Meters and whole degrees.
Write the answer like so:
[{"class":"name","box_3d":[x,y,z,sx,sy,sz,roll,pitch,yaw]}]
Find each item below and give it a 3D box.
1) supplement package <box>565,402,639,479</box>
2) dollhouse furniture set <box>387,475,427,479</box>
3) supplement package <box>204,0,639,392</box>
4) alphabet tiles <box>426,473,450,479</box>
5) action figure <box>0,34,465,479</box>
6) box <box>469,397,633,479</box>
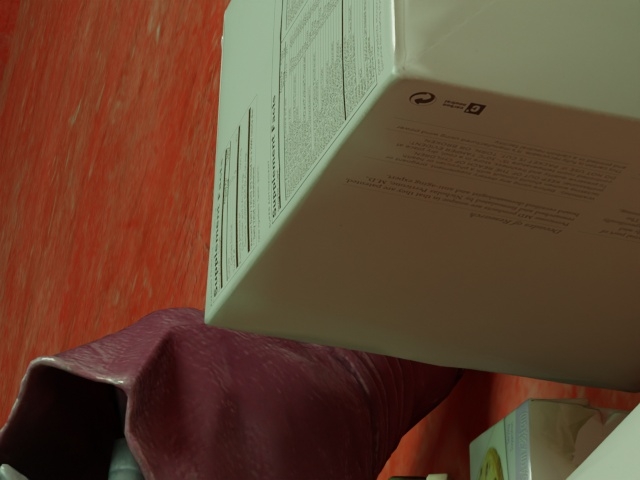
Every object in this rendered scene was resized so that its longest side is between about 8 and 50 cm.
[{"class":"supplement package","box_3d":[0.105,0.141,0.473,0.244,0.139,0.134,-47,25,9]},{"class":"dollhouse furniture set","box_3d":[0.029,0.180,0.982,0.081,0.091,0.114,46,123,50]},{"class":"supplement package","box_3d":[0.079,-0.057,0.726,0.203,0.194,0.149,130,146,-58]},{"class":"alphabet tiles","box_3d":[0.045,0.245,0.736,0.284,0.021,0.278,-74,-21,-65]},{"class":"action figure","box_3d":[-0.001,0.075,0.911,0.370,0.276,0.248,-44,-19,-49]},{"class":"box","box_3d":[0.098,0.221,0.743,0.067,0.063,0.324,127,148,-61]}]
